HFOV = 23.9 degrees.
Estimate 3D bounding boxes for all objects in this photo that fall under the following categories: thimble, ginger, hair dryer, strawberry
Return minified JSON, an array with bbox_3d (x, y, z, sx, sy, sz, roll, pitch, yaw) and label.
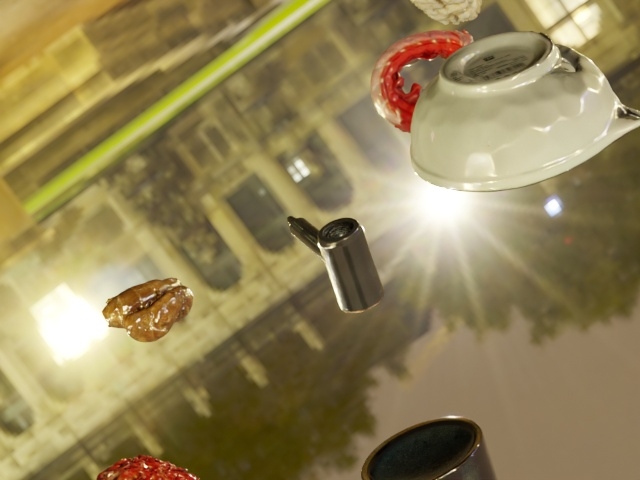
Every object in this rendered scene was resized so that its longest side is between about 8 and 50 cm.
[{"bbox_3d":[0.175,-0.258,2.476,0.189,0.163,0.125,-21,-179,5],"label":"thimble"},{"bbox_3d":[-0.265,0.104,2.443,0.162,0.103,0.073,-30,138,-41],"label":"ginger"},{"bbox_3d":[0.000,0.000,2.235,0.070,0.128,0.255,-29,-147,-16],"label":"hair dryer"},{"bbox_3d":[-0.230,0.401,2.149,0.201,0.184,0.187,-1,-116,28],"label":"strawberry"}]

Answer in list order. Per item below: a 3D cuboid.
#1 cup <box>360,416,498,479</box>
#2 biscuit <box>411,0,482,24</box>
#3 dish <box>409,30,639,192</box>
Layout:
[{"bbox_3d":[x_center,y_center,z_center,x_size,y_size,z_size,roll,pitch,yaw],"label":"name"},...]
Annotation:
[{"bbox_3d":[0.140,0.364,1.935,0.166,0.177,0.239,-7,-156,39],"label":"cup"},{"bbox_3d":[0.108,-0.335,1.489,0.062,0.239,0.108,-11,167,22],"label":"biscuit"},{"bbox_3d":[0.236,-0.180,1.893,0.303,0.120,0.303,-15,-151,8],"label":"dish"}]
